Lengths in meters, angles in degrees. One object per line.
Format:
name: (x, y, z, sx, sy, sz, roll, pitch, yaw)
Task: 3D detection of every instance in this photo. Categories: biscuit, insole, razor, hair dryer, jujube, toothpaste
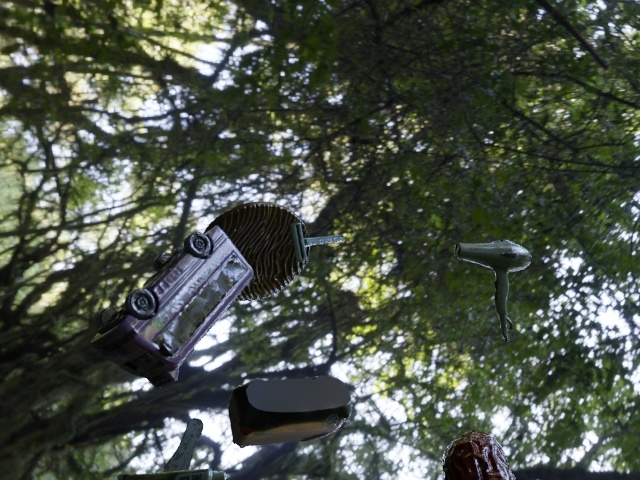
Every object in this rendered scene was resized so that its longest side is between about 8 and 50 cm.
biscuit: (-0.178, 0.038, 1.729, 0.040, 0.318, 0.317, 58, -46, 50)
insole: (-0.348, 0.543, 1.632, 0.006, 0.193, 0.065, -12, -42, 47)
razor: (-0.006, 0.001, 1.455, 0.036, 0.211, 0.084, -10, -93, 28)
hair dryer: (0.332, 0.085, 1.297, 0.067, 0.167, 0.199, 157, -48, -72)
jujube: (0.359, 0.548, 1.429, 0.174, 0.250, 0.174, 3, -54, 4)
toothpaste: (-0.259, 0.418, 1.109, 0.204, 0.031, 0.049, -10, -123, 10)

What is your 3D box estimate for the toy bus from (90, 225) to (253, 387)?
toy bus: (-0.155, 0.069, 0.700, 0.087, 0.178, 0.098, -26, -72, 43)

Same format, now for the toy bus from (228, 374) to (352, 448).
toy bus: (-0.078, 0.424, 1.605, 0.147, 0.303, 0.127, -65, -145, 36)
